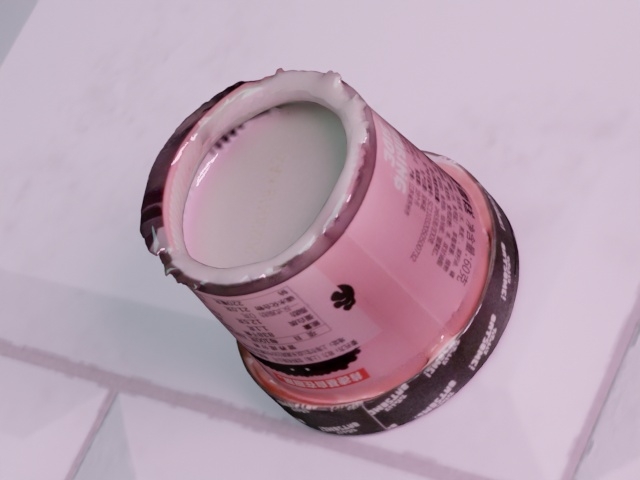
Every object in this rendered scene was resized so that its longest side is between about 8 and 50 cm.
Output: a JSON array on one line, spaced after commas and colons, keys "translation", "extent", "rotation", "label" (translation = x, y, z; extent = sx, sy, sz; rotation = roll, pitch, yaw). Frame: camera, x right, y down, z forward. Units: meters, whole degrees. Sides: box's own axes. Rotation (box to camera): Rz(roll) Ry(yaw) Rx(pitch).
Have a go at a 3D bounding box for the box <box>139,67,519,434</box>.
[{"translation": [0.000, 0.000, 0.848], "extent": [0.151, 0.135, 0.151], "rotation": [-19, 52, 26], "label": "box"}]
